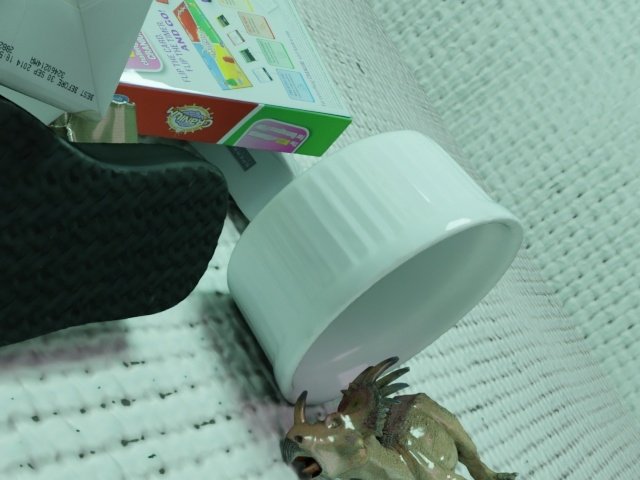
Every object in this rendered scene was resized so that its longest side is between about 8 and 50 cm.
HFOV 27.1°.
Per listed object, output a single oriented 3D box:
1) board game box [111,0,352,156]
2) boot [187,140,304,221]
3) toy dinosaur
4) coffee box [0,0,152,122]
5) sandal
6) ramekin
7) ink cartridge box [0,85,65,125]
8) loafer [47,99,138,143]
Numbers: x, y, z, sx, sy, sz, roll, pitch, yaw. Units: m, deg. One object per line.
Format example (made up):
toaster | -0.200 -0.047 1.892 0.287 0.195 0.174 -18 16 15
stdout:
board game box | -0.143 -0.208 1.339 0.316 0.064 0.242 4 50 -41
boot | -0.093 -0.112 1.480 0.258 0.095 0.123 60 5 7
toy dinosaur | 0.086 0.199 1.306 0.200 0.127 0.295 50 11 7
coffee box | -0.266 -0.189 0.816 0.297 0.119 0.168 24 1 30
sandal | -0.212 -0.015 0.886 0.107 0.168 0.446 24 5 22
ramekin | 0.044 0.022 1.270 0.135 0.277 0.277 53 15 21
ink cartridge box | -0.295 -0.196 1.046 0.158 0.092 0.218 23 38 -61
loafer | -0.195 -0.084 1.111 0.251 0.087 0.094 59 17 12
